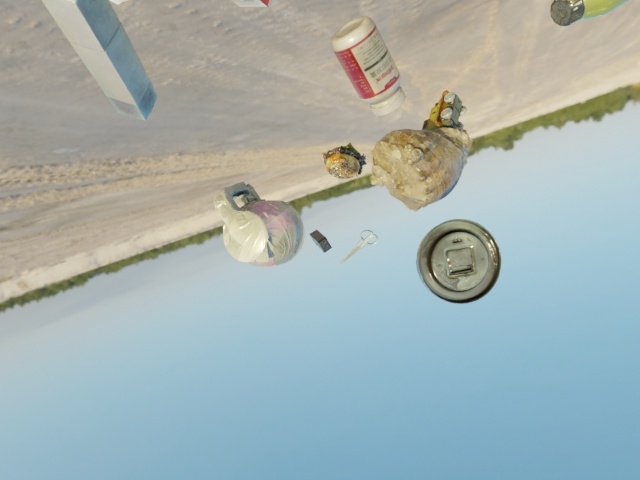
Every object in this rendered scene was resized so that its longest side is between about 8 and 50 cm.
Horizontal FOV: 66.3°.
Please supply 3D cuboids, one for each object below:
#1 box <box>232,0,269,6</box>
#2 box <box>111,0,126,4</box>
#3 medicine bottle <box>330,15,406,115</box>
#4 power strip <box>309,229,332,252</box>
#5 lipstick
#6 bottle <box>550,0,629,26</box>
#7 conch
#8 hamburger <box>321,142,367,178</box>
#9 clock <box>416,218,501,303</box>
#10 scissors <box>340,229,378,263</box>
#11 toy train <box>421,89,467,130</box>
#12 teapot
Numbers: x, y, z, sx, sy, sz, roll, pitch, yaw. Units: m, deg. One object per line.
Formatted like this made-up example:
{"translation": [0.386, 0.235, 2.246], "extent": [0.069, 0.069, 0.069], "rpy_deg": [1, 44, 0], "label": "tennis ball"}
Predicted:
{"translation": [-0.257, -0.947, 1.808], "extent": [0.182, 0.133, 0.099], "rpy_deg": [25, -173, 41], "label": "box"}
{"translation": [-0.216, -0.340, 0.582], "extent": [0.040, 0.084, 0.154], "rpy_deg": [12, -179, -45], "label": "box"}
{"translation": [0.138, -0.480, 1.364], "extent": [0.131, 0.250, 0.131], "rpy_deg": [-25, -146, 19], "label": "medicine bottle"}
{"translation": [0.000, 0.000, 1.333], "extent": [0.029, 0.038, 0.111], "rpy_deg": [-33, -160, -5], "label": "power strip"}
{"translation": [-0.425, -0.375, 0.980], "extent": [0.080, 0.076, 0.371], "rpy_deg": [18, 164, 4], "label": "lipstick"}
{"translation": [0.658, -0.587, 1.153], "extent": [0.260, 0.112, 0.112], "rpy_deg": [-31, -172, -13], "label": "bottle"}
{"translation": [0.333, -0.224, 1.555], "extent": [0.352, 0.297, 0.210], "rpy_deg": [-17, -146, 7], "label": "conch"}
{"translation": [0.096, -0.307, 1.974], "extent": [0.189, 0.093, 0.164], "rpy_deg": [27, 146, -36], "label": "hamburger"}
{"translation": [0.349, 0.053, 1.248], "extent": [0.215, 0.215, 0.042], "rpy_deg": [-19, 180, -4], "label": "clock"}
{"translation": [0.063, 0.014, 0.846], "extent": [0.083, 0.036, 0.006], "rpy_deg": [-43, -147, 21], "label": "scissors"}
{"translation": [0.420, -0.420, 1.676], "extent": [0.127, 0.089, 0.219], "rpy_deg": [-16, -134, 45], "label": "toy train"}
{"translation": [-0.147, -0.043, 1.163], "extent": [0.163, 0.221, 0.178], "rpy_deg": [-11, -179, 23], "label": "teapot"}
